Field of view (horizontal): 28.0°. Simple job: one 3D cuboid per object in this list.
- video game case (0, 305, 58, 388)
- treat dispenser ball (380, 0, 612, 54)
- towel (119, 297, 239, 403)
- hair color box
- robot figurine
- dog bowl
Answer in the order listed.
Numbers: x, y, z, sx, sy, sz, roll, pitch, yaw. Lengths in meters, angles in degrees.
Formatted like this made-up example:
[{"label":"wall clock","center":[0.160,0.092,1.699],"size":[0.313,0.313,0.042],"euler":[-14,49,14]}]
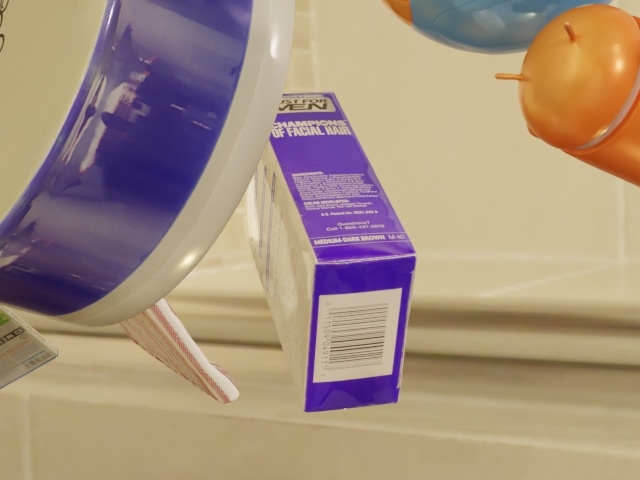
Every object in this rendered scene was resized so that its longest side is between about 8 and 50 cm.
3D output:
[{"label":"video game case","center":[-0.389,0.105,1.417],"size":[0.166,0.119,0.015],"euler":[47,22,-37]},{"label":"treat dispenser ball","center":[0.164,-0.317,1.188],"size":[0.288,0.288,0.288],"euler":[1,89,-54]},{"label":"towel","center":[-0.138,0.041,0.959],"size":[0.029,0.197,0.144],"euler":[-43,117,-14]},{"label":"hair color box","center":[0.000,0.000,1.348],"size":[0.110,0.339,0.185],"euler":[-5,125,-14]},{"label":"robot figurine","center":[0.257,-0.117,1.063],"size":[0.219,0.158,0.128],"euler":[20,101,-26]},{"label":"dog bowl","center":[-0.136,-0.092,0.693],"size":[0.104,0.265,0.264],"euler":[20,74,-38]}]
